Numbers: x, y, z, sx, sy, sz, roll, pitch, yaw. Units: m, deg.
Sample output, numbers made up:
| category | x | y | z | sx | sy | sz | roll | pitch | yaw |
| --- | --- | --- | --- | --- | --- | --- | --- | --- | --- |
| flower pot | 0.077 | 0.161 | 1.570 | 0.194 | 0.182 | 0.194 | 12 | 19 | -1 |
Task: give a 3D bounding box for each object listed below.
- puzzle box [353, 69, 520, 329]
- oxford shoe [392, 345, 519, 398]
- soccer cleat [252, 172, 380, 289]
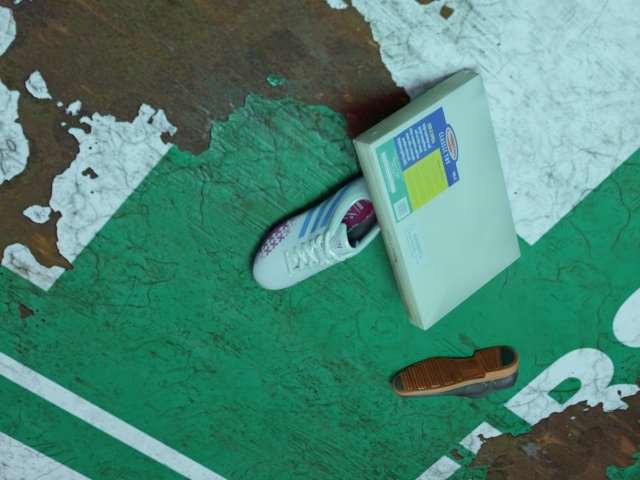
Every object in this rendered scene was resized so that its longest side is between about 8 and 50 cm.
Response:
| category | x | y | z | sx | sy | sz | roll | pitch | yaw |
| --- | --- | --- | --- | --- | --- | --- | --- | --- | --- |
| puzzle box | 0.225 | -0.071 | 1.797 | 0.272 | 0.052 | 0.409 | -33 | 124 | -24 |
| oxford shoe | 0.290 | 0.305 | 2.086 | 0.271 | 0.097 | 0.098 | -10 | 127 | 1 |
| soccer cleat | 0.000 | 0.000 | 1.845 | 0.331 | 0.143 | 0.116 | -38 | 117 | 17 |
